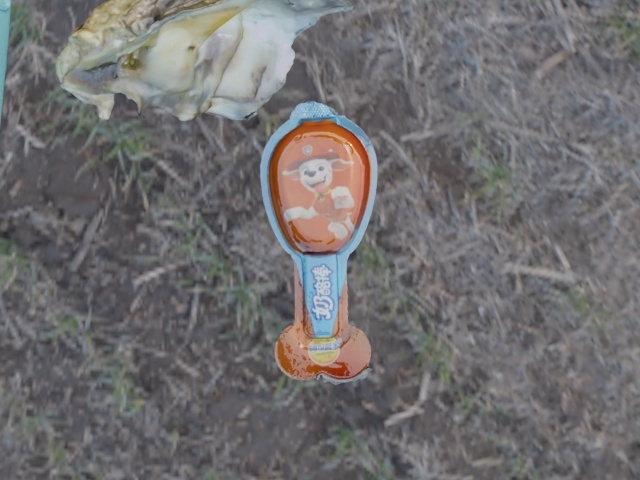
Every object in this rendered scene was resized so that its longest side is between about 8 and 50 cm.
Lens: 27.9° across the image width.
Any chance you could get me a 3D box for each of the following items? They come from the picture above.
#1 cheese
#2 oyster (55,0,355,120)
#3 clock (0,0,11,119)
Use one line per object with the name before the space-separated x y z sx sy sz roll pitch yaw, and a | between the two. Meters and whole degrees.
cheese | 0.000 0.000 1.137 0.106 0.037 0.256 -3 80 10
oyster | -0.111 -0.207 1.328 0.275 0.100 0.271 -42 147 3
clock | -0.392 -0.154 1.091 0.274 0.094 0.223 4 85 28
